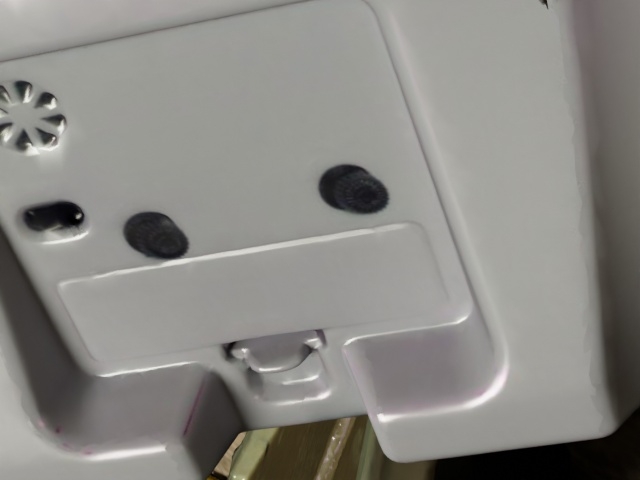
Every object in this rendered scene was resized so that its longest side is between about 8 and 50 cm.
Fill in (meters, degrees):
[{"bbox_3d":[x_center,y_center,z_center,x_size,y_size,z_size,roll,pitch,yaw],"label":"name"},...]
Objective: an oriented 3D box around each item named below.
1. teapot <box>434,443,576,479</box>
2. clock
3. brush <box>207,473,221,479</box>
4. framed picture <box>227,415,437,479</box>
[{"bbox_3d":[0.035,0.127,0.622,0.087,0.096,0.177,55,153,15],"label":"teapot"},{"bbox_3d":[-0.025,-0.035,0.433,0.083,0.253,0.186,-81,-25,-49],"label":"clock"},{"bbox_3d":[-0.005,0.146,0.808,0.218,0.010,0.082,7,119,58],"label":"brush"},{"bbox_3d":[-0.015,0.117,0.615,0.024,0.232,0.315,16,150,-6],"label":"framed picture"}]
